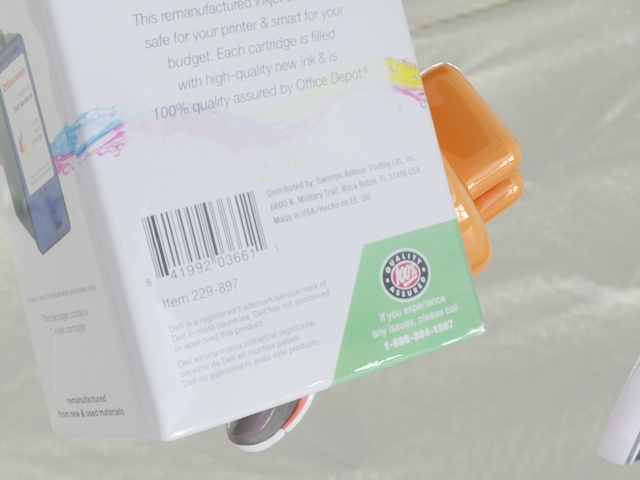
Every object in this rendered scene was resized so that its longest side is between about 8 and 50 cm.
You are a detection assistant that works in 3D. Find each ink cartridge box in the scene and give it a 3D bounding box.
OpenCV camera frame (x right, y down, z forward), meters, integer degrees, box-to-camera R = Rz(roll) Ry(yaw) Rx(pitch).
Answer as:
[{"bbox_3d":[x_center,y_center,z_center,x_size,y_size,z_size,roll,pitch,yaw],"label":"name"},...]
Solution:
[{"bbox_3d":[-0.043,-0.045,0.596,0.154,0.212,0.093,-16,-177,-34],"label":"ink cartridge box"}]

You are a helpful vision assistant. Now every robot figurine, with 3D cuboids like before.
[{"bbox_3d":[-0.001,-0.001,0.807,0.219,0.128,0.158,-35,-162,-3],"label":"robot figurine"}]

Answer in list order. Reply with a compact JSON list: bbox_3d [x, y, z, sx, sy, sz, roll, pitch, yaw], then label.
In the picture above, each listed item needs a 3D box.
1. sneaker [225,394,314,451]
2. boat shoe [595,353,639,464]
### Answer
[{"bbox_3d":[-0.030,0.064,1.018,0.065,0.158,0.061,22,-169,-43],"label":"sneaker"},{"bbox_3d":[0.247,0.052,0.928,0.076,0.080,0.228,31,-120,16],"label":"boat shoe"}]
